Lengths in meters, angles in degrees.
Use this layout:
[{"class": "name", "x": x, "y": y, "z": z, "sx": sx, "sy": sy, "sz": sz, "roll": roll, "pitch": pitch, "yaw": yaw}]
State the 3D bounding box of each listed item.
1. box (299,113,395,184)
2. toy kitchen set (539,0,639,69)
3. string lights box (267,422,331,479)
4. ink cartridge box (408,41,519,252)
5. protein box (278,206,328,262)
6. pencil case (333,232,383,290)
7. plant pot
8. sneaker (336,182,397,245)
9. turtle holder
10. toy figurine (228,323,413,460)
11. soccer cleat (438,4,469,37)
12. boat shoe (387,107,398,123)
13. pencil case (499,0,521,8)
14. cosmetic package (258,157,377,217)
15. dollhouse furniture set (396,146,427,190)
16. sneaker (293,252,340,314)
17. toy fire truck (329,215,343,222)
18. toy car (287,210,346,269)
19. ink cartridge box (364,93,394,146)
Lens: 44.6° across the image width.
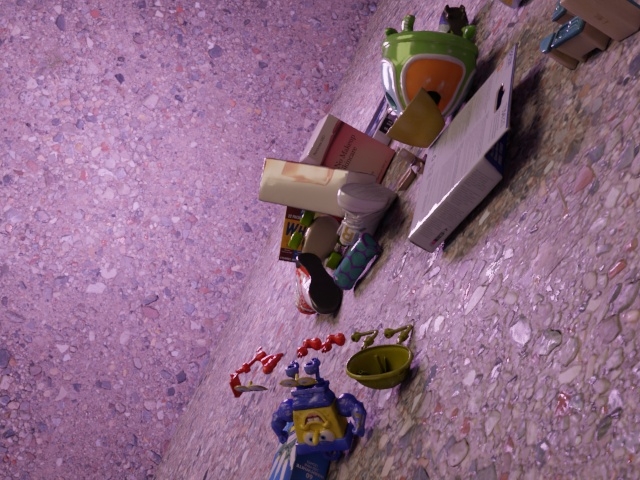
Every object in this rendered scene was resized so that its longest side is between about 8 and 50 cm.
[{"class": "box", "x": 0.078, "y": -0.250, "z": 2.315, "sx": 0.149, "sy": 0.232, "sz": 0.127, "roll": -64, "pitch": 11, "yaw": -7}, {"class": "toy kitchen set", "x": 0.450, "y": -0.413, "z": 1.329, "sx": 0.166, "sy": 0.122, "sz": 0.207, "roll": -65, "pitch": 12, "yaw": -15}, {"class": "string lights box", "x": -0.042, "y": 0.456, "z": 1.579, "sx": 0.133, "sy": 0.076, "sz": 0.260, "roll": -49, "pitch": 18, "yaw": 45}, {"class": "ink cartridge box", "x": 0.307, "y": -0.184, "z": 1.555, "sx": 0.330, "sy": 0.071, "sz": 0.324, "roll": -50, "pitch": 13, "yaw": 43}, {"class": "protein box", "x": -0.050, "y": -0.057, "z": 2.529, "sx": 0.201, "sy": 0.135, "sz": 0.200, "roll": -84, "pitch": 4, "yaw": -63}, {"class": "pencil case", "x": 0.092, "y": 0.055, "z": 1.965, "sx": 0.070, "sy": 0.064, "sz": 0.152, "roll": -7, "pitch": -40, "yaw": -49}, {"class": "plant pot", "x": 0.225, "y": -0.264, "z": 1.765, "sx": 0.134, "sy": 0.095, "sz": 0.134, "roll": -52, "pitch": 1, "yaw": 1}, {"class": "sneaker", "x": 0.096, "y": -0.054, "z": 1.959, "sx": 0.169, "sy": 0.108, "sz": 0.292, "roll": -63, "pitch": -20, "yaw": 15}, {"class": "turtle holder", "x": 0.244, "y": -0.406, "z": 1.929, "sx": 0.320, "sy": 0.243, "sz": 0.228, "roll": 9, "pitch": 94, "yaw": 60}, {"class": "toy figurine", "x": 0.028, "y": 0.314, "z": 1.499, "sx": 0.362, "sy": 0.217, "sz": 0.191, "roll": -11, "pitch": 14, "yaw": 16}, {"class": "soccer cleat", "x": 0.368, "y": -0.537, "z": 2.150, "sx": 0.121, "sy": 0.093, "sz": 0.289, "roll": 86, "pitch": -169, "yaw": -45}, {"class": "boat shoe", "x": 0.266, "y": -0.383, "z": 2.294, "sx": 0.206, "sy": 0.075, "sz": 0.065, "roll": -17, "pitch": 89, "yaw": 67}, {"class": "pencil case", "x": 0.486, "y": -0.676, "z": 1.810, "sx": 0.273, "sy": 0.113, "sz": 0.124, "roll": -56, "pitch": -9, "yaw": 31}, {"class": "cosmetic package", "x": -0.010, "y": -0.146, "z": 2.172, "sx": 0.153, "sy": 0.296, "sz": 0.129, "roll": 3, "pitch": -82, "yaw": -55}, {"class": "dollhouse furniture set", "x": 0.204, "y": -0.174, "z": 1.960, "sx": 0.114, "sy": 0.081, "sz": 0.091, "roll": -56, "pitch": 13, "yaw": 30}, {"class": "sneaker", "x": -0.011, "y": 0.161, "z": 2.153, "sx": 0.270, "sy": 0.090, "sz": 0.145, "roll": -118, "pitch": 27, "yaw": -54}, {"class": "toy fire truck", "x": 0.068, "y": -0.138, "z": 2.566, "sx": 0.192, "sy": 0.047, "sz": 0.135, "roll": -68, "pitch": 10, "yaw": -15}, {"class": "toy car", "x": 0.000, "y": 0.000, "z": 2.331, "sx": 0.149, "sy": 0.155, "sz": 0.188, "roll": -62, "pitch": -1, "yaw": -2}, {"class": "ink cartridge box", "x": 0.186, "y": -0.341, "z": 2.491, "sx": 0.333, "sy": 0.065, "sz": 0.165, "roll": -64, "pitch": 12, "yaw": -3}]
